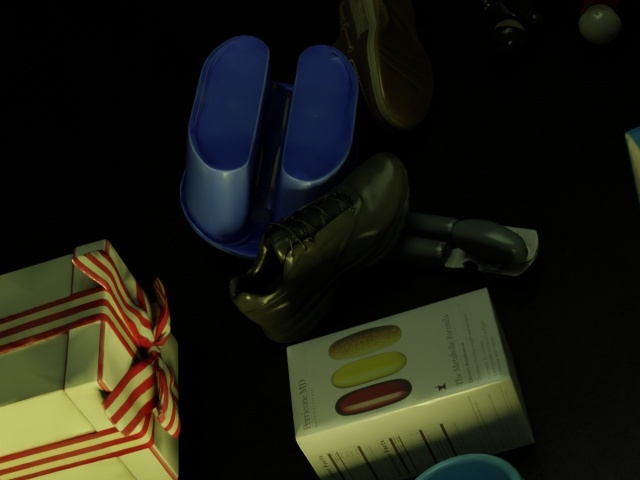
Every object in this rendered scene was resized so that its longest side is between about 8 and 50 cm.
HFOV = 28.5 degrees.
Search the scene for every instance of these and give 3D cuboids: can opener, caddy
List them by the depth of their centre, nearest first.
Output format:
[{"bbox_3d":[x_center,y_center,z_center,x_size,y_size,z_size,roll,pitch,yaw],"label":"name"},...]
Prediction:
[{"bbox_3d":[0.149,-0.008,1.615,0.280,0.093,0.074,7,54,35],"label":"can opener"},{"bbox_3d":[-0.066,-0.126,1.758,0.241,0.179,0.341,8,50,0],"label":"caddy"}]

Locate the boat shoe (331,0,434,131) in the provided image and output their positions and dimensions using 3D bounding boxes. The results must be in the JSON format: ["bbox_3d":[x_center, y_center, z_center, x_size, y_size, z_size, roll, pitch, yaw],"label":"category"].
[{"bbox_3d":[0.078,-0.273,1.885,0.123,0.123,0.342,-38,42,32],"label":"boat shoe"}]

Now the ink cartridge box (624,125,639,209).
[{"bbox_3d":[0.551,-0.052,1.324,0.395,0.285,0.166,-24,46,3],"label":"ink cartridge box"}]

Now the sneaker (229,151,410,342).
[{"bbox_3d":[0.000,0.000,1.591,0.286,0.130,0.109,-52,45,3],"label":"sneaker"}]

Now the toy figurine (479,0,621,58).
[{"bbox_3d":[0.317,-0.372,1.781,0.213,0.209,0.148,-3,55,23],"label":"toy figurine"}]

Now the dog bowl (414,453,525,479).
[{"bbox_3d":[0.108,0.333,1.289,0.297,0.074,0.166,-39,32,-21],"label":"dog bowl"}]

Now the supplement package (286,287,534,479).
[{"bbox_3d":[0.100,0.175,1.430,0.244,0.134,0.139,-18,45,9],"label":"supplement package"}]

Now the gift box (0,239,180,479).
[{"bbox_3d":[-0.309,0.166,1.534,0.258,0.276,0.255,-16,51,9],"label":"gift box"}]
